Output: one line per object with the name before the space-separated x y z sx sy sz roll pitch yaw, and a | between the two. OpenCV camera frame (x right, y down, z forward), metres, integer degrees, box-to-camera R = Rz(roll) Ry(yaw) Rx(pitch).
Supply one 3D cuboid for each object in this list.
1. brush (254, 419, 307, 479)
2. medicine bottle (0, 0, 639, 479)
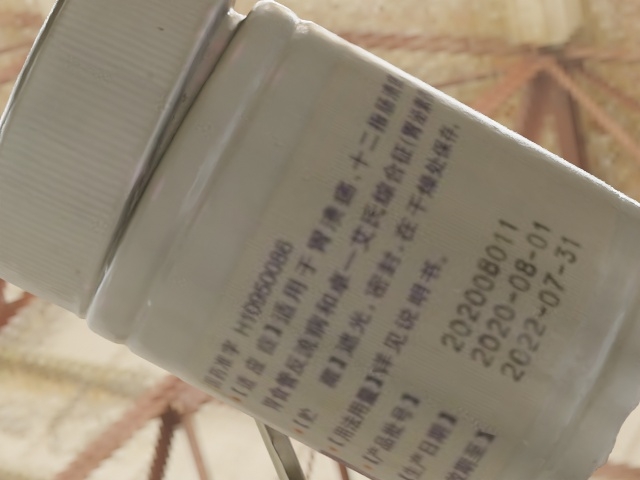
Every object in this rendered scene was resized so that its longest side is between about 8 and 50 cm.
brush | -0.021 0.130 1.325 0.050 0.321 0.060 -23 -172 -13
medicine bottle | 0.000 0.000 0.955 0.332 0.190 0.190 29 -147 -2
